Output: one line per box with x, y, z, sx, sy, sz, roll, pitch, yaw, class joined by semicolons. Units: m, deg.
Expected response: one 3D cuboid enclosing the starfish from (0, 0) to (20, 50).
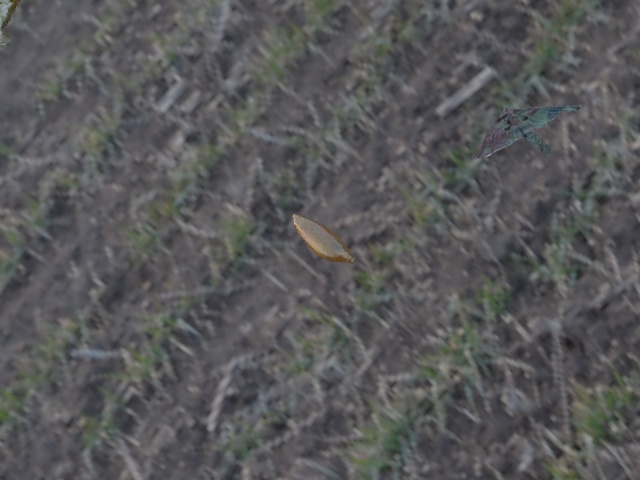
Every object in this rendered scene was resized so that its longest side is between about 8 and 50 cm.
-0.162;-0.225;1.027;0.227;0.043;0.240;-16;50;38;starfish

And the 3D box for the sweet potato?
0.000;0.000;1.803;0.095;0.034;0.034;36;85;21;sweet potato

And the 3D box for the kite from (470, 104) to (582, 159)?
0.229;-0.120;1.738;0.139;0.157;0.011;-26;65;19;kite
